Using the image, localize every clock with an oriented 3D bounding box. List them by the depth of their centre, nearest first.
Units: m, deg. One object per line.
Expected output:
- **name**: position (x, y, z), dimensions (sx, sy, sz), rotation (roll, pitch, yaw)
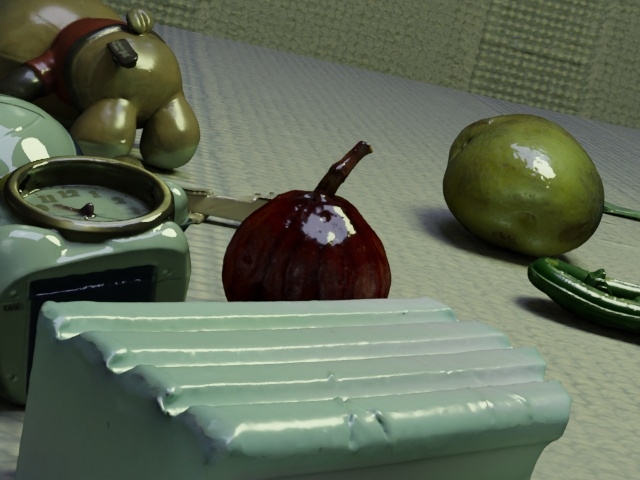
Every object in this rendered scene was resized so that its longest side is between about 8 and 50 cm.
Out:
- **clock**: position (-0.198, -0.004, 0.807), dimensions (0.200, 0.146, 0.243), rotation (-15, 32, -31)

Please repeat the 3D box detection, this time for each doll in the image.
- **doll**: position (-0.274, -0.199, 1.482), dimensions (0.235, 0.174, 0.330), rotation (-8, 25, -42)

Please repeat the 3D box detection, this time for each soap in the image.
- **soap**: position (0.001, 0.098, 0.676), dimensions (0.290, 0.095, 0.173), rotation (2, 17, -43)

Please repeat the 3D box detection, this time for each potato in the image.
- **potato**: position (0.231, -0.068, 1.491), dimensions (0.174, 0.159, 0.251), rotation (38, 22, -12)

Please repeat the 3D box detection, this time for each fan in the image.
- **fan**: position (0.499, -0.027, 1.877), dimensions (0.193, 0.016, 0.038), rotation (13, 15, 4)

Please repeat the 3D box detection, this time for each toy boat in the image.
- **toy boat**: position (0.297, 0.060, 1.229), dimensions (0.210, 0.052, 0.104), rotation (15, 16, 5)

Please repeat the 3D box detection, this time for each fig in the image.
- **fig**: position (0.002, 0.017, 0.966), dimensions (0.128, 0.150, 0.128), rotation (40, 28, -26)

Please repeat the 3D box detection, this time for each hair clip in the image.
- **hair clip**: position (-0.124, -0.037, 1.256), dimensions (0.226, 0.034, 0.072), rotation (7, 11, -20)
